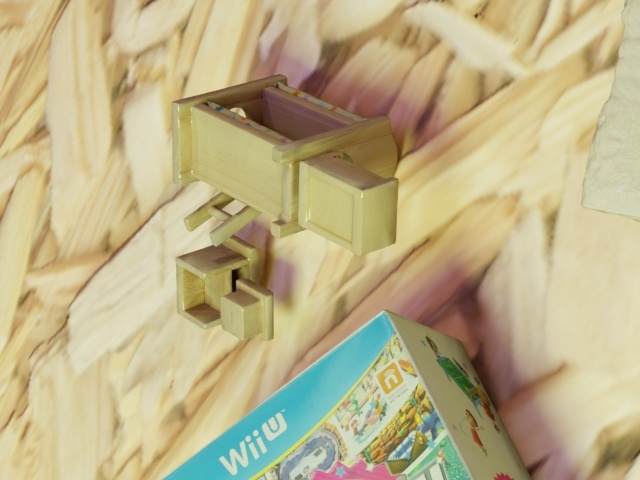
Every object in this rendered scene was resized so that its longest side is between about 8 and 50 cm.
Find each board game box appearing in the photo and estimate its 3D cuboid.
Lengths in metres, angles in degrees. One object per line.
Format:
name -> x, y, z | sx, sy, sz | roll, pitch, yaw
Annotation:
board game box -> 0.038, 0.228, 0.820 | 0.224, 0.097, 0.303 | -39, 57, 19

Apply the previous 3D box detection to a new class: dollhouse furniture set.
dollhouse furniture set -> 0.000, 0.000, 0.946 | 0.182, 0.101, 0.161 | 28, 126, 42

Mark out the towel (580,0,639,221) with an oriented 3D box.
towel -> 0.265, -0.083, 0.717 | 0.282, 0.049, 0.187 | 13, 89, 43
